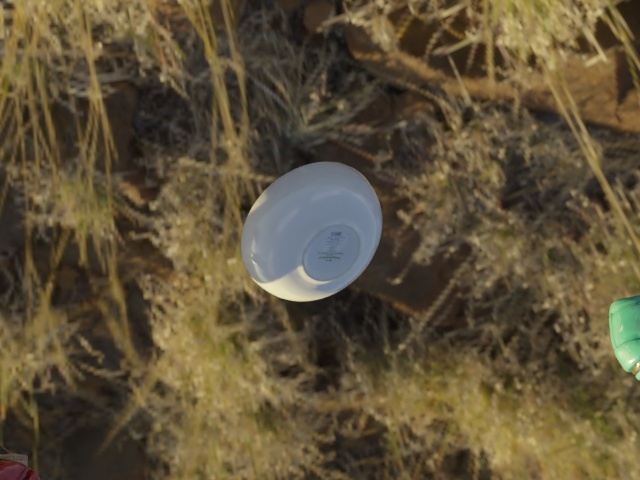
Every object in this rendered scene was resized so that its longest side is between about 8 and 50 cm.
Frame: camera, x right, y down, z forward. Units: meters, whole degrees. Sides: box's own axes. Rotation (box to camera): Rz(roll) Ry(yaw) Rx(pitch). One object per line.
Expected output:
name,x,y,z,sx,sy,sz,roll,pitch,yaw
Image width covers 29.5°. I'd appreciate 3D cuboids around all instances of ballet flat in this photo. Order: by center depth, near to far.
ballet flat,0.362,0.042,1.059,0.247,0.087,0.083,-18,159,-11

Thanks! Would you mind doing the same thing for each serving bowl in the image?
serving bowl,0.000,0.000,0.657,0.083,0.027,0.083,-16,126,-23

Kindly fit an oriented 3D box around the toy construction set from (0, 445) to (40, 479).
toy construction set,-0.193,0.250,0.690,0.309,0.237,0.257,15,159,28
